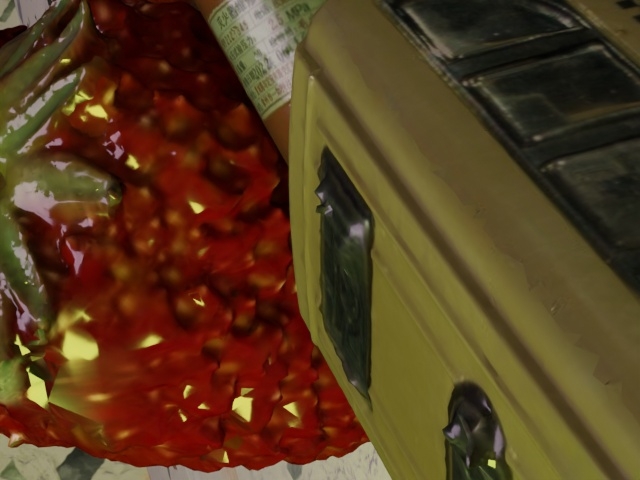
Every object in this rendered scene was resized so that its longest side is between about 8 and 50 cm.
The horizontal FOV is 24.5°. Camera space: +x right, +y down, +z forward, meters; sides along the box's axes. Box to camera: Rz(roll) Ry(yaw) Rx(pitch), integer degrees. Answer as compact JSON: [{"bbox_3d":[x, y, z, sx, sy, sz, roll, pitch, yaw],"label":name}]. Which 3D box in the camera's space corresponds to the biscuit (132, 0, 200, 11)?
[{"bbox_3d":[-0.072,-0.283,0.843,0.368,0.076,0.394,29,135,38],"label":"biscuit"}]

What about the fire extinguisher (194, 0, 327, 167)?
[{"bbox_3d":[0.027,-0.135,0.714,0.376,0.200,0.113,59,-173,4],"label":"fire extinguisher"}]

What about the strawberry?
[{"bbox_3d":[-0.091,0.015,0.882,0.343,0.292,0.292,32,-159,-42],"label":"strawberry"}]

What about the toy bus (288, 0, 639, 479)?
[{"bbox_3d":[0.126,0.055,0.415,0.365,0.201,0.177,-123,26,-51],"label":"toy bus"}]
